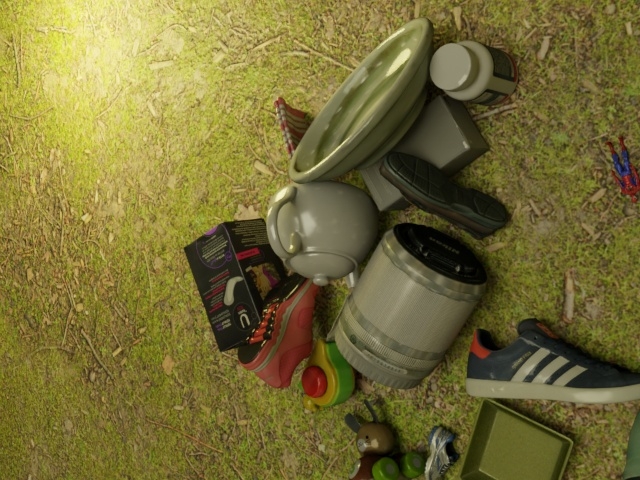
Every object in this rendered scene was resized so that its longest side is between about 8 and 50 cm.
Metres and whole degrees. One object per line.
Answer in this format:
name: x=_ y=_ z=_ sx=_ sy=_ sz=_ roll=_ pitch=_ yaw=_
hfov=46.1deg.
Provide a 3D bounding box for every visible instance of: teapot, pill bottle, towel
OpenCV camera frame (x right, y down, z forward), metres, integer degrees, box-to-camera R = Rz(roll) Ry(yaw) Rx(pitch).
teapot: x=0.000 y=0.000 z=1.545 sx=0.252 sy=0.256 sz=0.187 roll=121 pitch=155 yaw=-65
pill bottle: x=0.278 y=-0.307 z=1.373 sx=0.108 sy=0.180 sz=0.108 roll=3 pitch=94 yaw=37
towel: x=-0.046 y=-0.209 z=1.655 sx=0.029 sy=0.144 sz=0.197 roll=-18 pitch=82 yaw=16

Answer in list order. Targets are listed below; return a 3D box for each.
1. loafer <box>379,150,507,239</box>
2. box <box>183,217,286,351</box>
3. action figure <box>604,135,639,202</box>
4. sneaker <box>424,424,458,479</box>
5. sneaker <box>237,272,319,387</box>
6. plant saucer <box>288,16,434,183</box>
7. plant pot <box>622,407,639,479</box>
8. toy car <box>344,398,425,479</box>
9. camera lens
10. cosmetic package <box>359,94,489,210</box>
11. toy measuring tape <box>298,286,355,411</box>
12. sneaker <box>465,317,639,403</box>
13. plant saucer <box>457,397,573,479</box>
loafer: x=0.220 y=-0.073 z=1.415 sx=0.267 sy=0.096 sz=0.084 roll=25 pitch=135 yaw=-11
box: x=-0.184 y=0.102 z=1.776 sx=0.165 sy=0.143 sz=0.270 roll=-30 pitch=76 yaw=37
action figure: x=0.523 y=-0.120 z=1.295 sx=0.038 sy=0.030 sz=0.115 roll=-22 pitch=82 yaw=31
sneaker: x=0.248 y=0.449 z=1.529 sx=0.058 sy=0.052 sz=0.135 roll=8 pitch=100 yaw=30
sneaker: x=-0.065 y=0.190 z=1.646 sx=0.116 sy=0.314 sz=0.136 roll=-18 pitch=120 yaw=43
plant saucer: x=0.099 y=-0.247 z=1.462 sx=0.100 sy=0.400 sz=0.400 roll=39 pitch=124 yaw=-17
plant pot: x=0.610 y=0.282 z=1.123 sx=0.293 sy=0.293 sz=0.196 roll=-7 pitch=62 yaw=37
toy car: x=0.105 y=0.438 z=1.591 sx=0.155 sy=0.149 sz=0.188 roll=-47 pitch=54 yaw=41
camera lens: x=0.174 y=0.120 z=1.456 sx=0.219 sy=0.219 sz=0.274 roll=40 pitch=115 yaw=28
cosmetic package: x=0.199 y=-0.169 z=1.495 sx=0.238 sy=0.107 sz=0.127 roll=-33 pitch=74 yaw=31
toy measuring tape: x=0.043 y=0.256 z=1.622 sx=0.121 sy=0.121 sz=0.330 roll=41 pitch=121 yaw=28
sneaker: x=0.423 y=0.211 z=1.336 sx=0.350 sy=0.131 sz=0.148 roll=-4 pitch=79 yaw=32
plant saucer: x=0.374 y=0.415 z=1.433 sx=0.188 sy=0.045 sz=0.188 roll=23 pitch=106 yaw=34
